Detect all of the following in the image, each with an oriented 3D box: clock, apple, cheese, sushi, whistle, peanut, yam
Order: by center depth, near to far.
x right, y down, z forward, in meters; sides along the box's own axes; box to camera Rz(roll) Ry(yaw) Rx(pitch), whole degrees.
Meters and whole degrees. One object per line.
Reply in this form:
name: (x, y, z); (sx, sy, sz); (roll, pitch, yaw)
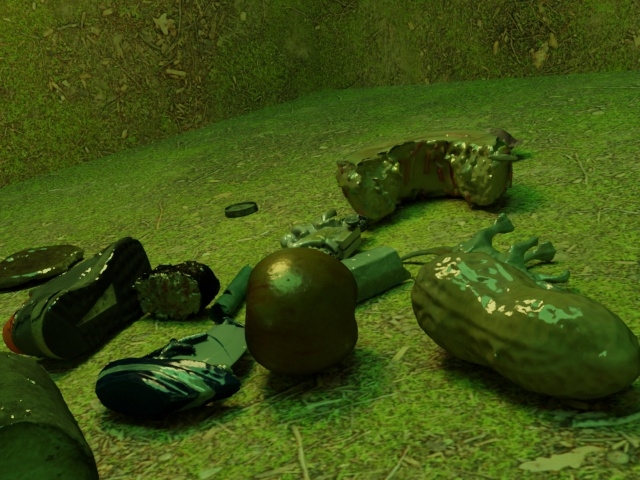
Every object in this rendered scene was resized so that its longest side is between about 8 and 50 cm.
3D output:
yam: (-0.349, 0.225, 0.884); (0.161, 0.161, 0.268); (-18, 21, -24)
peanut: (0.239, 0.102, 0.967); (0.149, 0.149, 0.313); (-20, 22, -28)
apple: (-0.023, 0.094, 1.078); (0.155, 0.182, 0.182); (4, 16, -4)
sushi: (-0.248, 0.086, 1.380); (0.150, 0.090, 0.078); (-1, 15, 30)
whistle: (-0.147, 0.089, 1.392); (0.039, 0.039, 0.186); (-6, 17, 14)
clock: (-0.198, -0.078, 2.000); (0.085, 0.017, 0.085); (-9, 17, 3)
cheese: (0.380, -0.237, 2.072); (0.286, 0.074, 0.189); (-7, 16, 25)

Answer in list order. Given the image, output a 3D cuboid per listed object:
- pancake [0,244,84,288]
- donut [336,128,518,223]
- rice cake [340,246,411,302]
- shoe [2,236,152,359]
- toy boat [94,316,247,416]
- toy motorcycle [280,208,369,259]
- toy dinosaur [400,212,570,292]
pancake: (-0.647, 0.054, 1.804); (0.223, 0.042, 0.236); (0, 21, 26)
donut: (0.223, -0.143, 1.730); (0.371, 0.150, 0.307); (-8, 17, 7)
rice cake: (0.050, 0.065, 1.304); (0.206, 0.069, 0.063); (-23, 21, -32)
shoe: (-0.423, 0.108, 1.384); (0.171, 0.132, 0.336); (-14, 17, 23)
toy boat: (-0.199, 0.169, 1.131); (0.210, 0.070, 0.291); (-4, 14, 4)
toy motorcycle: (0.000, 0.000, 1.537); (0.151, 0.074, 0.228); (4, 31, 25)
toy dinosaur: (0.261, 0.026, 1.286); (0.393, 0.092, 0.205); (11, 32, 45)
